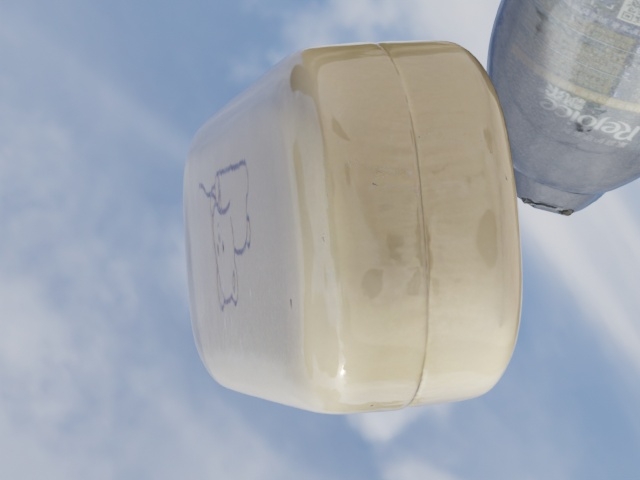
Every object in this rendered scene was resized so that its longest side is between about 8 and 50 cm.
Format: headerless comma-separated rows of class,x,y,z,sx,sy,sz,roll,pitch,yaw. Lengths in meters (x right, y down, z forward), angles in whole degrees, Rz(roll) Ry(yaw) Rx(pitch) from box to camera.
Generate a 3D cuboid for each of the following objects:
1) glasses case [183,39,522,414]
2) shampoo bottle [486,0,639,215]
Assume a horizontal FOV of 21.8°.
glasses case,0.000,0.000,0.425,0.050,0.196,0.083,-2,-94,-12
shampoo bottle,0.107,-0.083,0.554,0.087,0.233,0.049,19,-119,2
